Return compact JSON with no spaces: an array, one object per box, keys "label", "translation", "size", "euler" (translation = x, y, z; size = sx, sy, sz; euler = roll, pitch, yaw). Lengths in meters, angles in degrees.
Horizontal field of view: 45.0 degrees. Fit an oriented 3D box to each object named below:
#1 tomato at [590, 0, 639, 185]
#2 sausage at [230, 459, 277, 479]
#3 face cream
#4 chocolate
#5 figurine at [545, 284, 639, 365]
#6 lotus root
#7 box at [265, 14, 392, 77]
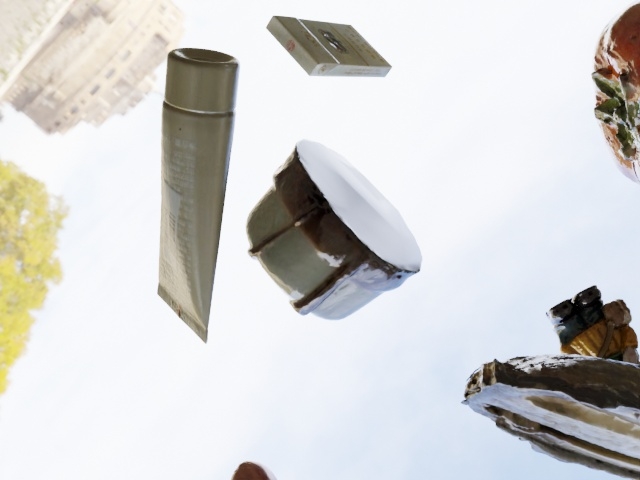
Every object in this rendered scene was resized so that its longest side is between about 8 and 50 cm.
[{"label":"tomato","translation":[0.580,-0.233,1.191],"size":[0.273,0.341,0.341],"euler":[-18,-149,1]},{"label":"sausage","translation":[-0.066,0.323,0.914],"size":[0.062,0.062,0.154],"euler":[-46,-148,2]},{"label":"face cream","translation":[-0.155,-0.053,0.925],"size":[0.137,0.084,0.341],"euler":[34,-56,43]},{"label":"chocolate","translation":[0.000,0.000,1.200],"size":[0.186,0.283,0.283],"euler":[-41,-152,22]},{"label":"figurine","translation":[0.580,0.257,1.513],"size":[0.185,0.204,0.332],"euler":[-29,-120,-5]},{"label":"lotus root","translation":[0.261,0.137,0.606],"size":[0.167,0.329,0.078],"euler":[-39,-146,57]},{"label":"box","translation":[0.014,-0.240,0.965],"size":[0.167,0.090,0.024],"euler":[-15,149,-53]}]
